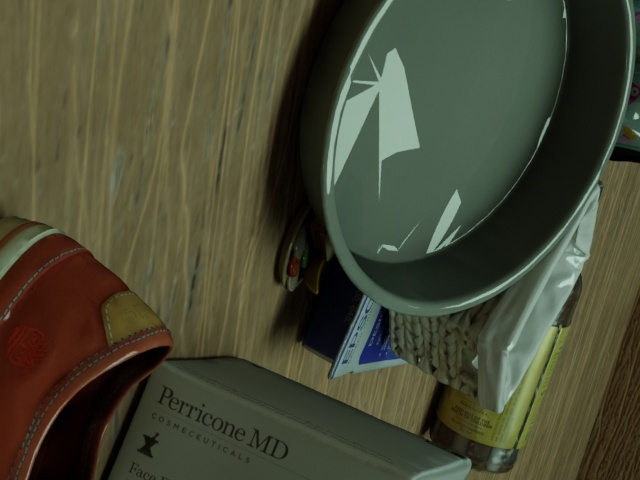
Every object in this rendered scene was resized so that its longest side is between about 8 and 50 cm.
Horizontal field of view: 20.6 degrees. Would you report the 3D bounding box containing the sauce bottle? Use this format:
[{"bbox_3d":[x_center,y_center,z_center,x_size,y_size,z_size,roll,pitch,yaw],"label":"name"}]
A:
[{"bbox_3d":[0.222,0.084,1.941,0.111,0.111,0.344,-22,134,-68],"label":"sauce bottle"}]

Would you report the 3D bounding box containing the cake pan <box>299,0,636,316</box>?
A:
[{"bbox_3d":[0.098,-0.092,1.196,0.293,0.054,0.293,-22,125,-35],"label":"cake pan"}]

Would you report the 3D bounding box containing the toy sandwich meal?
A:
[{"bbox_3d":[0.000,0.000,1.244,0.085,0.029,0.085,-57,162,-31],"label":"toy sandwich meal"}]

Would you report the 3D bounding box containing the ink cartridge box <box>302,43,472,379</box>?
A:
[{"bbox_3d":[0.083,-0.046,1.392,0.304,0.072,0.307,-67,162,6],"label":"ink cartridge box"}]

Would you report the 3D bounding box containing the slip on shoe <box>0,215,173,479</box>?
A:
[{"bbox_3d":[-0.167,0.155,0.784,0.331,0.101,0.123,-64,167,-1],"label":"slip on shoe"}]

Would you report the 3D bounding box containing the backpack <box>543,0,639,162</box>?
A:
[{"bbox_3d":[0.249,-0.131,1.353,0.166,0.188,0.144,-33,142,-63],"label":"backpack"}]

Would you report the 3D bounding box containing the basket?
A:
[{"bbox_3d":[0.130,0.026,1.342,0.167,0.103,0.113,-58,162,-26],"label":"basket"}]

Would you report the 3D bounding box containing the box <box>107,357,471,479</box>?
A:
[{"bbox_3d":[-0.021,0.162,1.124,0.119,0.181,0.182,-68,164,3],"label":"box"}]
